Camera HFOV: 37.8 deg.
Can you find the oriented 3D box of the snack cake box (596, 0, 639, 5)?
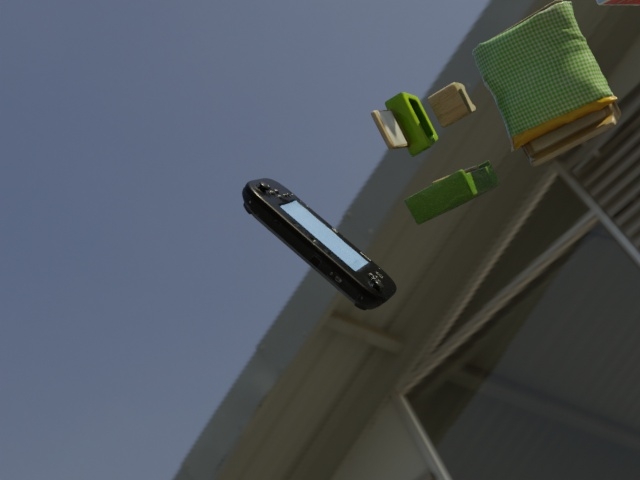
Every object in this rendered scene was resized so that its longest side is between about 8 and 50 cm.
[{"bbox_3d":[0.543,-0.448,1.392,0.264,0.089,0.152,-24,-5,43],"label":"snack cake box"}]

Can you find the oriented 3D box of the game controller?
[{"bbox_3d":[0.000,0.000,1.656,0.067,0.319,0.166,-52,-8,25],"label":"game controller"}]

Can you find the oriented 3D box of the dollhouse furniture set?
[{"bbox_3d":[0.240,-0.183,1.313,0.301,0.198,0.151,-29,-5,29],"label":"dollhouse furniture set"}]
